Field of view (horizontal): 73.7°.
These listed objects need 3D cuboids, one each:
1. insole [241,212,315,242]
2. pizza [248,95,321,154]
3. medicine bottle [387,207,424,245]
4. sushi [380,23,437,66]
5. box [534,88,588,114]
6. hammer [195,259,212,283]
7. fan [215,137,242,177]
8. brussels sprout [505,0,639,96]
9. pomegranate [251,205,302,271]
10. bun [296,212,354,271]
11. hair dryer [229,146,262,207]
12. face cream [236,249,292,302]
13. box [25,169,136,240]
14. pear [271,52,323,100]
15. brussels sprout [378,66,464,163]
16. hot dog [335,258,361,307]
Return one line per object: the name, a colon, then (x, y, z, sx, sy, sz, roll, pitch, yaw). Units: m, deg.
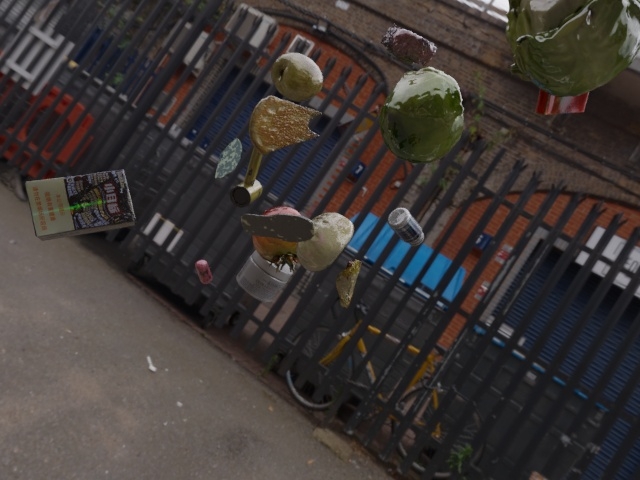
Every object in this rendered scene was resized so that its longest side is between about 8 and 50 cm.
insole: (-0.115, -0.036, 1.119, 0.248, 0.011, 0.081, 7, -60, 34)
pizza: (-0.114, -0.389, 1.408, 0.262, 0.181, 0.034, -16, 17, -23)
medicine bottle: (0.391, -0.056, 1.928, 0.191, 0.107, 0.107, 41, -6, -40)
sushi: (0.312, -0.735, 1.601, 0.241, 0.107, 0.161, 38, 25, 19)
box: (0.818, -0.486, 1.440, 0.175, 0.112, 0.048, -8, 28, -17)
hammer: (-0.368, 0.098, 1.349, 0.043, 0.043, 0.083, 32, -38, 43)
fan: (-0.480, -0.424, 2.232, 0.009, 0.240, 0.131, 38, 11, 37)
brussels sprout: (0.754, -0.625, 1.226, 0.361, 0.425, 0.342, 24, 14, -40)
pomegranate: (-0.134, -0.007, 1.491, 0.210, 0.210, 0.235, 34, 35, -51)
bun: (0.000, 0.000, 1.263, 0.128, 0.178, 0.193, 38, -28, -5)
hair dryer: (-0.263, -0.271, 1.678, 0.090, 0.278, 0.135, 26, 28, 6)
face cream: (-0.221, 0.137, 1.683, 0.177, 0.152, 0.177, 35, 8, -6)
box: (-0.829, -0.124, 1.494, 0.084, 0.310, 0.198, -31, -107, 66)
pear: (-0.099, -0.729, 1.915, 0.211, 0.188, 0.228, 2, 49, -40)
brussels sprout: (0.363, -0.429, 1.506, 0.268, 0.344, 0.344, 29, 1, -38)
hot dog: (0.078, 0.128, 1.303, 0.061, 0.168, 0.078, 17, 19, 9)
